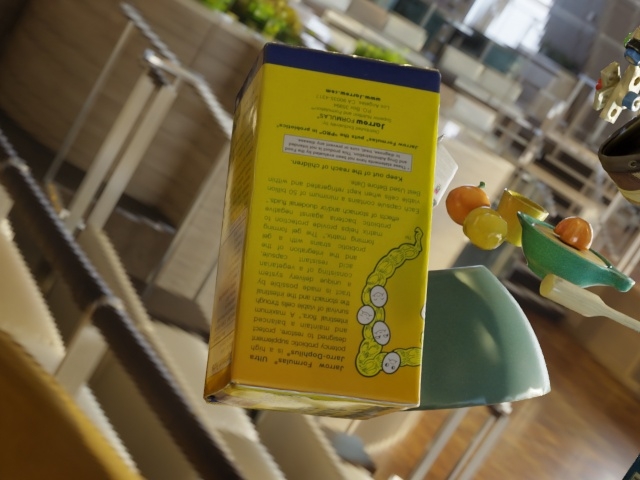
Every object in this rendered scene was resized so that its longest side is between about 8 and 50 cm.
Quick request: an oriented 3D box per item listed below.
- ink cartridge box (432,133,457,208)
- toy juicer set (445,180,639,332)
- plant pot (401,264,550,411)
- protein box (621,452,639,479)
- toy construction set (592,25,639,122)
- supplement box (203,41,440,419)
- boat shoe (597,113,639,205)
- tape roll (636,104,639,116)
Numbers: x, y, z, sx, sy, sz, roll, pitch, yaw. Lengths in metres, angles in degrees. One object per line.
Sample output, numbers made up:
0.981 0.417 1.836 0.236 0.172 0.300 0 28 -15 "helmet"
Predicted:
0.083 -0.032 2.183 0.071 0.324 0.330 51 22 -3 "ink cartridge box"
0.289 0.003 1.630 0.209 0.089 0.329 18 17 -40 "toy juicer set"
0.188 0.140 1.925 0.290 0.195 0.290 -5 -2 0 "plant pot"
0.460 0.378 1.632 0.136 0.200 0.201 33 3 -10 "protein box"
0.596 -0.249 2.108 0.328 0.151 0.215 22 -15 37 "toy construction set"
0.000 0.000 1.370 0.195 0.356 0.194 8 -13 -12 "supplement box"
0.442 -0.141 1.440 0.092 0.285 0.103 32 37 -41 "boat shoe"
0.600 -0.114 1.654 0.392 0.392 0.072 35 12 13 "tape roll"
